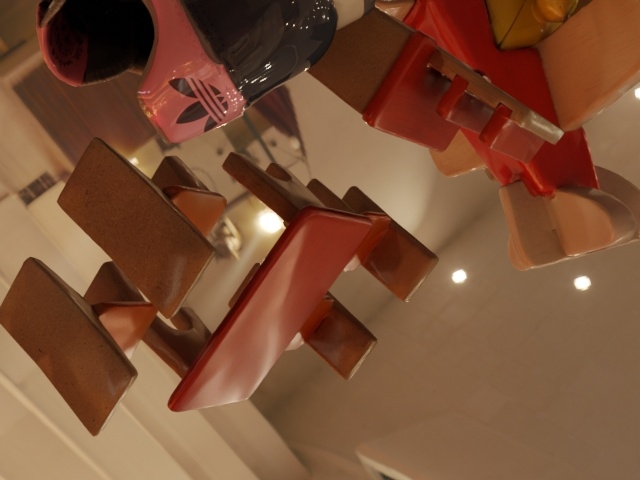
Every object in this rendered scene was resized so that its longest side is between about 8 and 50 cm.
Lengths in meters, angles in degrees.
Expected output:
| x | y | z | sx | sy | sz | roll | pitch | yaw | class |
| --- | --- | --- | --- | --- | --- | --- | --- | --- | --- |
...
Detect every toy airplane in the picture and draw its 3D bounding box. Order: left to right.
| x | y | z | sx | sy | sz | roll | pitch | yaw | class |
| --- | --- | --- | --- | --- | --- | --- | --- | --- | --- |
| 0.216 | -0.162 | 0.812 | 0.272 | 0.384 | 0.386 | -36 | -136 | -18 | toy airplane |

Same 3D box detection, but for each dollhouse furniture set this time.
| x | y | z | sx | sy | sz | roll | pitch | yaw | class |
| --- | --- | --- | --- | --- | --- | --- | --- | --- | --- |
| 0.000 | 0.000 | 0.481 | 0.135 | 0.262 | 0.259 | 42 | -72 | 25 | dollhouse furniture set |

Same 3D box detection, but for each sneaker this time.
| x | y | z | sx | sy | sz | roll | pitch | yaw | class |
| --- | --- | --- | --- | --- | --- | --- | --- | --- | --- |
| -0.122 | -0.155 | 0.450 | 0.131 | 0.112 | 0.319 | -46 | -132 | -12 | sneaker |
